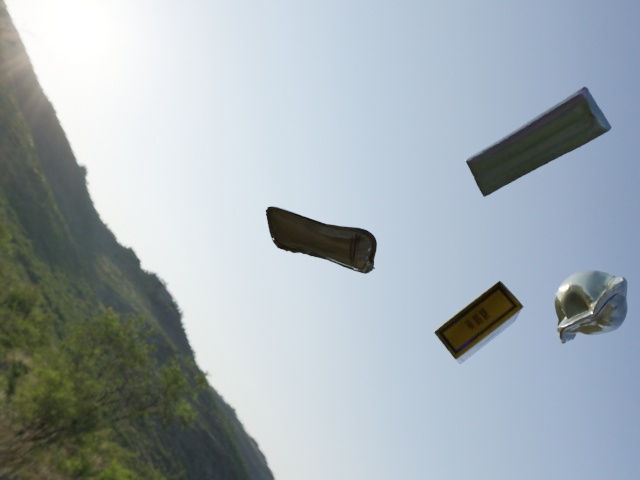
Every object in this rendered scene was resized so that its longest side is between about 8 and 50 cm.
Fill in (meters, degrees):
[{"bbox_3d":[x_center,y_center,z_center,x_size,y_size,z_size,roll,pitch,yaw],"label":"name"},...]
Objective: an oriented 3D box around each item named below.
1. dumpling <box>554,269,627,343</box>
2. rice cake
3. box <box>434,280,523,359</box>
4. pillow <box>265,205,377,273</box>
[{"bbox_3d":[0.493,0.133,1.031,0.124,0.151,0.229,38,-3,22],"label":"dumpling"},{"bbox_3d":[0.348,-0.156,0.904,0.222,0.042,0.080,-31,-86,28],"label":"rice cake"},{"bbox_3d":[0.387,0.210,1.355,0.084,0.193,0.301,51,3,21],"label":"box"},{"bbox_3d":[0.000,0.000,1.083,0.233,0.038,0.130,16,-37,16],"label":"pillow"}]
